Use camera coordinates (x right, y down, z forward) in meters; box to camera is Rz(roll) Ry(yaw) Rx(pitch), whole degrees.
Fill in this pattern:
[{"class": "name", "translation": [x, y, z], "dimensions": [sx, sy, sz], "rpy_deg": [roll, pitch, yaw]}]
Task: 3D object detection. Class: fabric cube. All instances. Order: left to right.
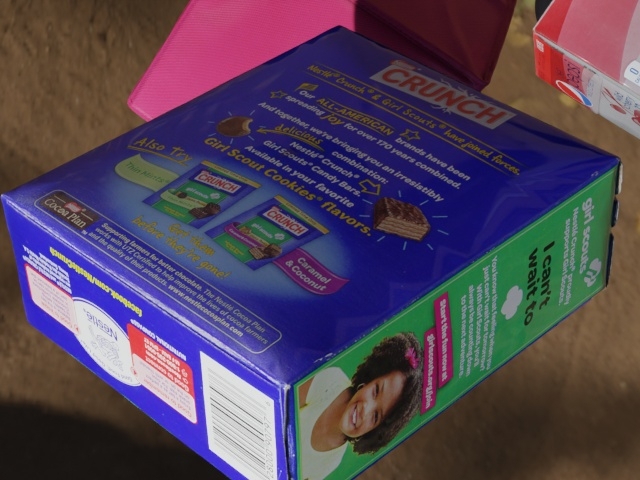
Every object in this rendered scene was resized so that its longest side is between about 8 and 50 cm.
[{"class": "fabric cube", "translation": [0.015, -0.207, 1.276], "dimensions": [0.254, 0.259, 0.258], "rpy_deg": [34, 136, -9]}]

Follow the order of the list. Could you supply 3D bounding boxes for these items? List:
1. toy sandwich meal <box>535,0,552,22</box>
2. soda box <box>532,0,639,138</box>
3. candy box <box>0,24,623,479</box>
[{"class": "toy sandwich meal", "translation": [0.250, -0.231, 1.314], "dimensions": [0.086, 0.029, 0.085], "rpy_deg": [13, 112, 33]}, {"class": "soda box", "translation": [0.223, -0.188, 0.736], "dimensions": [0.083, 0.092, 0.263], "rpy_deg": [34, 88, 13]}, {"class": "candy box", "translation": [0.000, 0.000, 0.899], "dimensions": [0.317, 0.268, 0.122], "rpy_deg": [-32, 137, -33]}]
